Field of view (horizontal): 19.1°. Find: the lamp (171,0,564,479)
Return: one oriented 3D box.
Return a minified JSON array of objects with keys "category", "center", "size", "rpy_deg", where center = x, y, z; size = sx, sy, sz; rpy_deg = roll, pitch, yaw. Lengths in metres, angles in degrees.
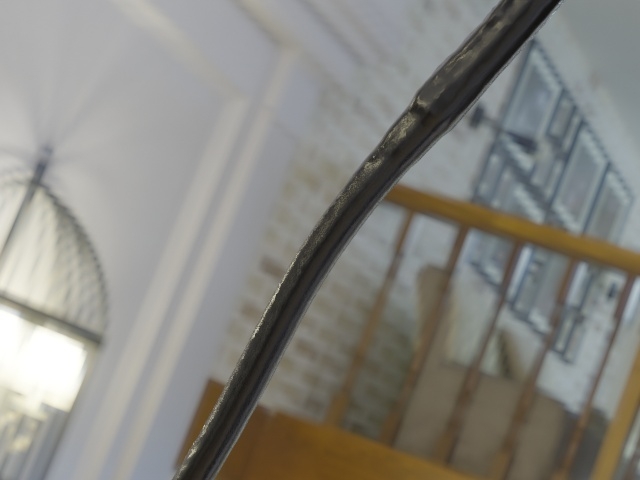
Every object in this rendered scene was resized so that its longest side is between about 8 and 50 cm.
[{"category":"lamp","center":[0.023,0.010,0.525],"size":[0.130,0.371,0.108],"rpy_deg":[40,-7,-40]}]
